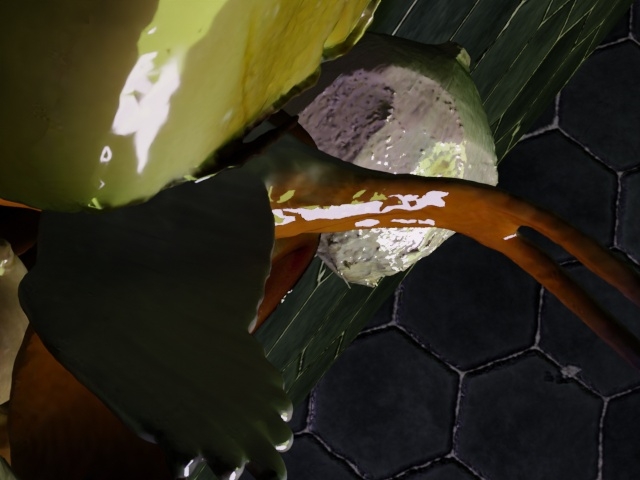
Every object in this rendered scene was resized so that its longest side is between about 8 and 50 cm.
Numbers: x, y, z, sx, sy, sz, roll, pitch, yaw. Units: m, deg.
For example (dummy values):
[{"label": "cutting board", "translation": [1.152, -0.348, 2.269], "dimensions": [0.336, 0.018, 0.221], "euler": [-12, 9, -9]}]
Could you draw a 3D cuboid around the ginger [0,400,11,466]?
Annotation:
[{"label": "ginger", "translation": [-0.151, 0.225, 0.828], "dimensions": [0.274, 0.357, 0.152], "euler": [-53, -164, 4]}]

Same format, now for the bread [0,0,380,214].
[{"label": "bread", "translation": [-0.049, -0.142, 0.559], "dimensions": [0.261, 0.158, 0.156], "euler": [-42, 156, -43]}]

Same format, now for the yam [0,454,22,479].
[{"label": "yam", "translation": [-0.163, 0.100, 0.458], "dimensions": [0.154, 0.154, 0.254], "euler": [-48, 145, -23]}]

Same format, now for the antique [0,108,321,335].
[{"label": "antique", "translation": [-0.100, 0.012, 0.898], "dimensions": [0.278, 0.129, 0.223], "euler": [-35, 163, -54]}]

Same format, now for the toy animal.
[{"label": "toy animal", "translation": [-0.012, -0.019, 0.630], "dimensions": [0.284, 0.302, 0.225], "euler": [-18, 159, -22]}]

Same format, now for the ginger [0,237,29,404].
[{"label": "ginger", "translation": [-0.259, 0.103, 0.572], "dimensions": [0.348, 0.122, 0.363], "euler": [-59, 162, -16]}]

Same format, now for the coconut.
[{"label": "coconut", "translation": [0.048, -0.075, 1.147], "dimensions": [0.194, 0.194, 0.194], "euler": [-50, 170, -12]}]
